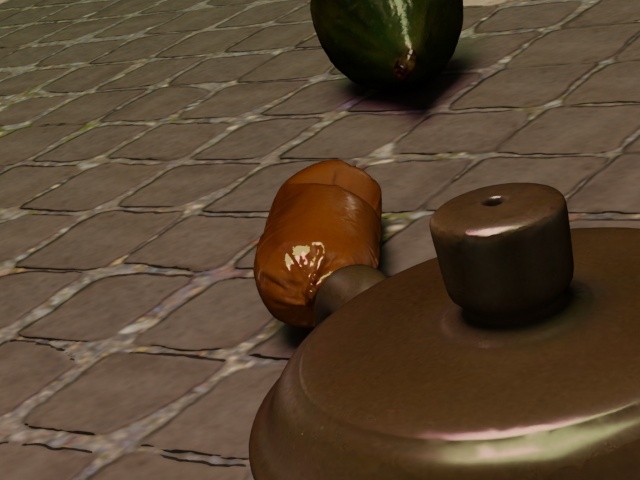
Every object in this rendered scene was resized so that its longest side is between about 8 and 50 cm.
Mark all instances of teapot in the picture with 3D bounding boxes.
[{"bbox_3d":[0.056,0.067,0.384,0.185,0.175,0.267,-19,20,-18],"label":"teapot"}]

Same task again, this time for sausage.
[{"bbox_3d":[0.000,0.000,0.771,0.062,0.054,0.183,18,19,-4],"label":"sausage"}]

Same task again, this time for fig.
[{"bbox_3d":[0.055,-0.149,1.063,0.117,0.117,0.177,-17,37,-5],"label":"fig"}]
